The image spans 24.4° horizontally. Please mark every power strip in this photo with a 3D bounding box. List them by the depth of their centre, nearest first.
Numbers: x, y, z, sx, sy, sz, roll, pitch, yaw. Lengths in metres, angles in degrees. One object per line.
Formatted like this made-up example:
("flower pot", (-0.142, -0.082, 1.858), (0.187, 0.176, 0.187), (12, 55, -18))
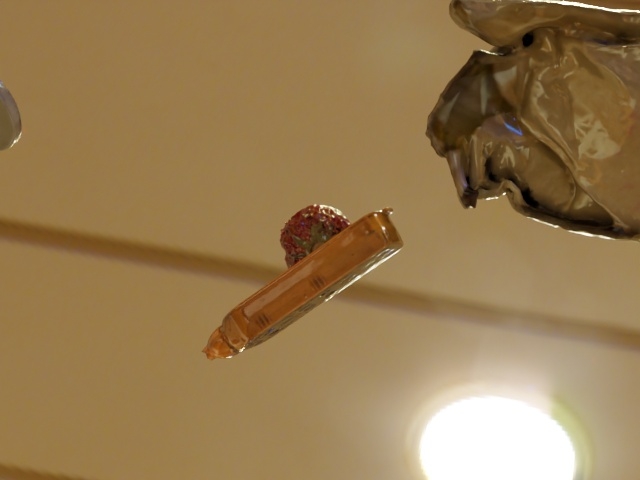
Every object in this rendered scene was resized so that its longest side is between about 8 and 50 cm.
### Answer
("power strip", (-0.015, 0.036, 1.074), (0.178, 0.049, 0.028), (-35, -102, 13))

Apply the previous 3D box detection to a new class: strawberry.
("strawberry", (0.000, 0.000, 1.306), (0.073, 0.083, 0.073), (2, -71, 5))

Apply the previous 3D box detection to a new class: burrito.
("burrito", (0.259, -0.102, 1.194), (0.332, 0.135, 0.190), (10, -68, 17))

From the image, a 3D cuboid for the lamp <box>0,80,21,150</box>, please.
("lamp", (-0.202, -0.051, 0.810), (0.050, 0.056, 0.198), (49, -37, -6))
